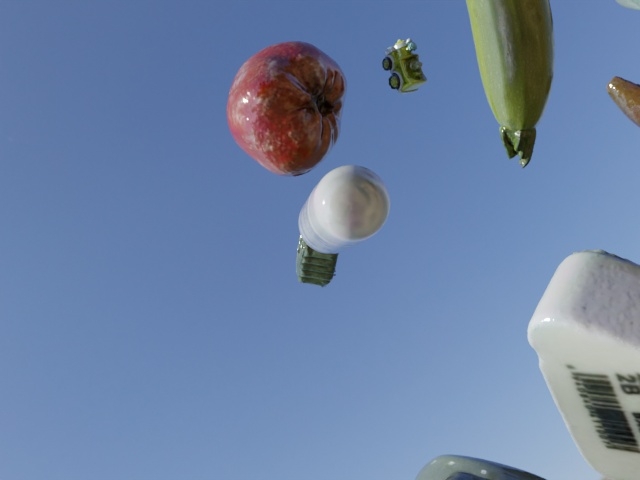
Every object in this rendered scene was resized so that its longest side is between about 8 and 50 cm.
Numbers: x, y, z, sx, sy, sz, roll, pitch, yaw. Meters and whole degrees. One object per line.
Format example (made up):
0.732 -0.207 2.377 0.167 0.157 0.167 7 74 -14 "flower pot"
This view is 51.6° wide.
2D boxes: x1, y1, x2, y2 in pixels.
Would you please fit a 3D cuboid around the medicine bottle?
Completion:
0.036 -0.050 1.174 0.130 0.130 0.341 -32 -1 -8 "medicine bottle"

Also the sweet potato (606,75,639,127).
0.490 -0.143 0.859 0.078 0.255 0.058 -93 26 -79 "sweet potato"

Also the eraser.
0.416 0.159 0.872 0.150 0.331 0.331 -46 -24 -35 "eraser"

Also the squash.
0.217 -0.238 0.750 0.094 0.094 0.341 -27 -64 -15 "squash"

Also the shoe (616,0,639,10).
0.423 -0.359 0.920 0.079 0.195 0.078 -50 -11 -13 "shoe"

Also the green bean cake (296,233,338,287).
0.000 0.000 1.971 0.124 0.227 0.223 10 -37 2 "green bean cake"

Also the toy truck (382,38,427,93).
0.184 -0.375 1.408 0.076 0.111 0.077 -18 -3 -31 "toy truck"

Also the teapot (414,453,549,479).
0.196 0.330 0.765 0.294 0.193 0.130 43 -122 -45 "teapot"

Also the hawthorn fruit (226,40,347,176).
-0.069 -0.286 1.436 0.284 0.284 0.284 -25 -34 -18 "hawthorn fruit"
